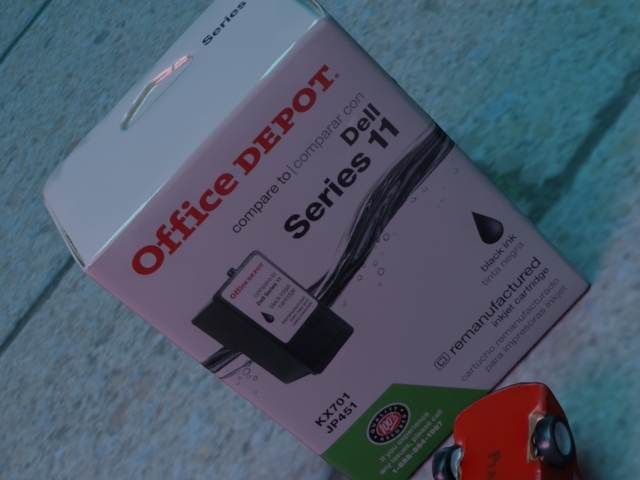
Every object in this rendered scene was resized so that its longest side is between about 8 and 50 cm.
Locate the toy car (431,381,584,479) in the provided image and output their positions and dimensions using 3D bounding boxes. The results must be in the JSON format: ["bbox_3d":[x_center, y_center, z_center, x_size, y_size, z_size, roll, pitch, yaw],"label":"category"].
[{"bbox_3d":[0.056,0.192,0.569,0.225,0.053,0.239,-45,32,7],"label":"toy car"}]

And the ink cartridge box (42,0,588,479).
[{"bbox_3d":[0.000,0.000,0.691,0.153,0.208,0.087,-47,32,3],"label":"ink cartridge box"}]
